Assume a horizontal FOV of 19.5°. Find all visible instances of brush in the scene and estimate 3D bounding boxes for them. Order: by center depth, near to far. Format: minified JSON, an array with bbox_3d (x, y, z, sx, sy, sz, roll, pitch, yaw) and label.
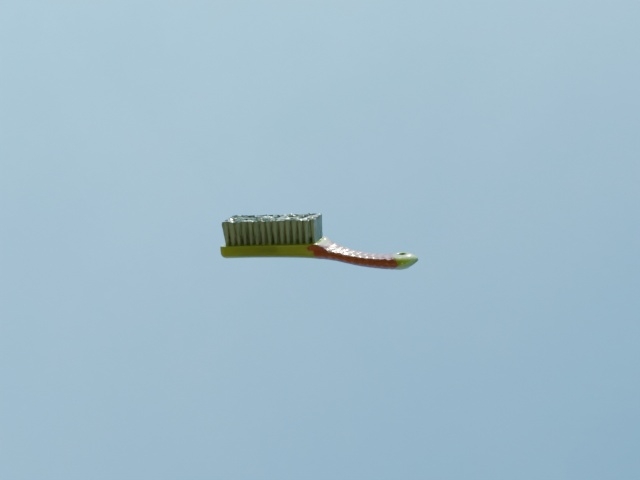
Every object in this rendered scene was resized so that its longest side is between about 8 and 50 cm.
[{"bbox_3d":[0.000,0.000,0.773,0.083,0.019,0.021,5,-78,16],"label":"brush"}]
